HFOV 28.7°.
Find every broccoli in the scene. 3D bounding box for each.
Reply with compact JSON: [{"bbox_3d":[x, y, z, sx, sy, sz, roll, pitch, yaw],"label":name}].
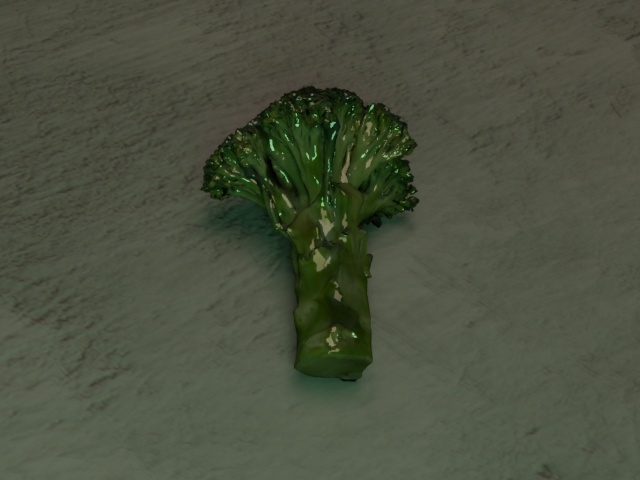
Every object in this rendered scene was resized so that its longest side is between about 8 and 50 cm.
[{"bbox_3d":[-0.014,-0.012,1.443,0.252,0.221,0.361,40,38,-21],"label":"broccoli"}]
